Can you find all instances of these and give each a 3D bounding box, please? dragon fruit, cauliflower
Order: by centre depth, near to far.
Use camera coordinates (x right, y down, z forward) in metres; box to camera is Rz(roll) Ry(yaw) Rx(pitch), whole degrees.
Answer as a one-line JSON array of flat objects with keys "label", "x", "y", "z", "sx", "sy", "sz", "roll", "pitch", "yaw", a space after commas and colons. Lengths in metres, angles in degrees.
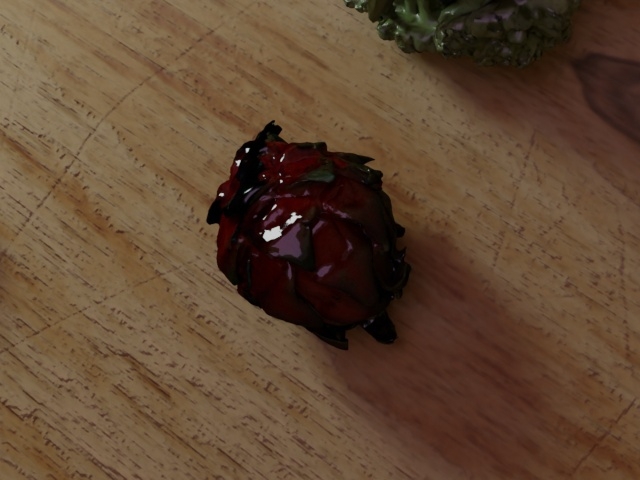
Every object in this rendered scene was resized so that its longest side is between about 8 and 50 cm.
[{"label": "cauliflower", "x": 0.113, "y": -0.297, "z": 1.028, "sx": 0.327, "sy": 0.281, "sz": 0.260, "roll": -4, "pitch": 73, "yaw": 29}, {"label": "dragon fruit", "x": -0.008, "y": -0.004, "z": 1.063, "sx": 0.189, "sy": 0.182, "sz": 0.182, "roll": 18, "pitch": 84, "yaw": 21}]
